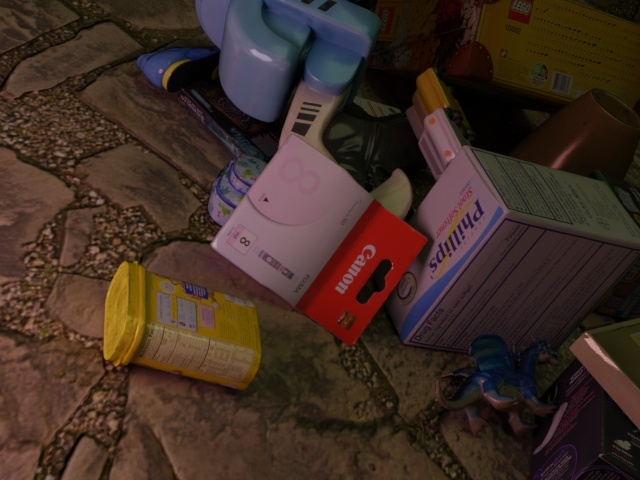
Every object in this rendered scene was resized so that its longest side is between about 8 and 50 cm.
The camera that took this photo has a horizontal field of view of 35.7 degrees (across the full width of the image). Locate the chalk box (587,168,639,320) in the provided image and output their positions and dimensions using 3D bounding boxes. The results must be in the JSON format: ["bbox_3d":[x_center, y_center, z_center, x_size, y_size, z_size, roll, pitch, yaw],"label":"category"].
[{"bbox_3d":[0.515,0.011,1.744,0.289,0.179,0.180,16,35,-29],"label":"chalk box"}]

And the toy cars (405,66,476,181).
[{"bbox_3d":[0.188,-0.165,1.568,0.176,0.087,0.394,57,15,-20],"label":"toy cars"}]

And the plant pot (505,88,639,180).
[{"bbox_3d":[0.484,-0.151,1.877,0.237,0.254,0.237,23,34,-17],"label":"plant pot"}]

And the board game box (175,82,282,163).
[{"bbox_3d":[-0.130,-0.186,1.604,0.186,0.026,0.126,45,35,18],"label":"board game box"}]

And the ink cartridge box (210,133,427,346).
[{"bbox_3d":[0.000,0.000,1.330,0.232,0.189,0.066,35,-4,7],"label":"ink cartridge box"}]

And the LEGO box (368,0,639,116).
[{"bbox_3d":[0.378,-0.387,2.008,0.500,0.193,0.372,8,8,-34],"label":"LEGO box"}]

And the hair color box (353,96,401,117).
[{"bbox_3d":[0.078,-0.212,1.794,0.167,0.053,0.093,11,37,-29],"label":"hair color box"}]

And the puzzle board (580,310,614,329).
[{"bbox_3d":[0.445,0.102,1.734,0.096,0.011,0.128,-4,49,-45],"label":"puzzle board"}]

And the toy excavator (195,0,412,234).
[{"bbox_3d":[-0.025,-0.232,1.515,0.433,0.222,0.445,24,61,1],"label":"toy excavator"}]

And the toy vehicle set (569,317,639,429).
[{"bbox_3d":[0.462,0.176,1.319,0.267,0.035,0.166,-4,48,-45],"label":"toy vehicle set"}]

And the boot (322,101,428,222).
[{"bbox_3d":[0.122,-0.112,1.672,0.338,0.118,0.223,6,48,-25],"label":"boot"}]

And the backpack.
[{"bbox_3d":[-0.103,-0.064,1.414,0.105,0.084,0.114,27,36,-6],"label":"backpack"}]

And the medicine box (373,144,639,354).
[{"bbox_3d":[0.273,0.029,1.447,0.289,0.263,0.149,11,38,-31],"label":"medicine box"}]

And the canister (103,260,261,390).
[{"bbox_3d":[-0.159,0.102,1.157,0.170,0.073,0.126,18,35,-24],"label":"canister"}]

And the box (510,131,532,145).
[{"bbox_3d":[0.496,-0.188,2.145,0.162,0.029,0.116,-2,46,-44],"label":"box"}]

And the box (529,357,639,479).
[{"bbox_3d":[0.379,0.275,1.304,0.143,0.165,0.270,31,33,-3],"label":"box"}]

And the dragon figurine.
[{"bbox_3d":[0.228,0.188,1.365,0.289,0.085,0.144,9,40,-34],"label":"dragon figurine"}]

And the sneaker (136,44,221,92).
[{"bbox_3d":[-0.218,-0.296,1.637,0.082,0.069,0.209,33,29,18],"label":"sneaker"}]
